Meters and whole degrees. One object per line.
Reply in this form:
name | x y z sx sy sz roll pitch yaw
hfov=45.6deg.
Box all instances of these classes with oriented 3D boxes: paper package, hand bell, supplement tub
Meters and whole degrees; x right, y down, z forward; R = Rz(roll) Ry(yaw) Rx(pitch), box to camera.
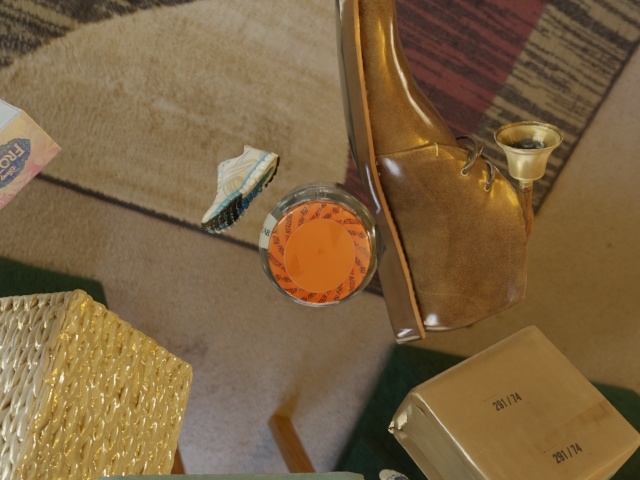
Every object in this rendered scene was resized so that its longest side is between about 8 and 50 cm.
paper package | 0.353 0.360 1.394 0.325 0.309 0.168 -22 147 -30
hand bell | 0.403 -0.097 1.489 0.126 0.126 0.242 -17 124 -14
supplement tub | 0.000 0.000 1.356 0.207 0.338 0.207 0 97 1

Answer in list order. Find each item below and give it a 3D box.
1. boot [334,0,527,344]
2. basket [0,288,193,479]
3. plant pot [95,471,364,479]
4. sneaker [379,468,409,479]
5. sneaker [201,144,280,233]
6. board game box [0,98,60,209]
boot | 0.081 -0.061 0.563 0.115 0.112 0.305 -12 123 10
basket | -0.409 0.287 1.153 0.266 0.331 0.328 -8 145 28
plant pot | -0.077 0.363 0.608 0.248 0.252 0.247 8 127 -28
sneaker | 0.173 0.526 1.646 0.052 0.135 0.058 -42 124 -20
sneaker | -0.153 -0.091 1.301 0.191 0.083 0.071 -52 163 -31
board game box | -0.488 -0.048 0.881 0.318 0.318 0.066 -49 131 -13
